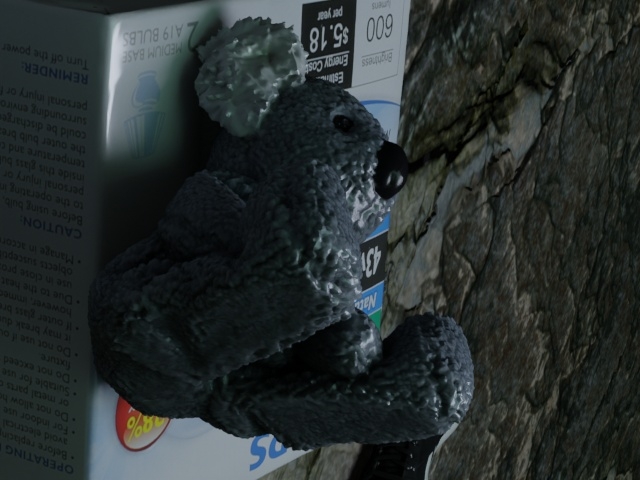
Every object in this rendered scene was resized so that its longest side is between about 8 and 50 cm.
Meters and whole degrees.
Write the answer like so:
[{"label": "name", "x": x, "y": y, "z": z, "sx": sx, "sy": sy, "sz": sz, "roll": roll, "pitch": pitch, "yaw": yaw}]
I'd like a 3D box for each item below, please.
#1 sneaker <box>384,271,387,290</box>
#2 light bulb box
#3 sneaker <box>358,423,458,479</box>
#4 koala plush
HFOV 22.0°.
[{"label": "sneaker", "x": 0.000, "y": 0.000, "z": 1.540, "sx": 0.086, "sy": 0.085, "sz": 0.237, "roll": -39, "pitch": 146, "yaw": -8}, {"label": "light bulb box", "x": -0.129, "y": -0.013, "z": 1.147, "sx": 0.358, "sy": 0.225, "sz": 0.361, "roll": -22, "pitch": 121, "yaw": -54}, {"label": "sneaker", "x": 0.083, "y": 0.204, "z": 1.783, "sx": 0.217, "sy": 0.079, "sz": 0.121, "roll": -57, "pitch": 144, "yaw": -43}, {"label": "koala plush", "x": -0.024, "y": -0.011, "z": 0.963, "sx": 0.196, "sy": 0.203, "sz": 0.221, "roll": 49, "pitch": 40, "yaw": -41}]
